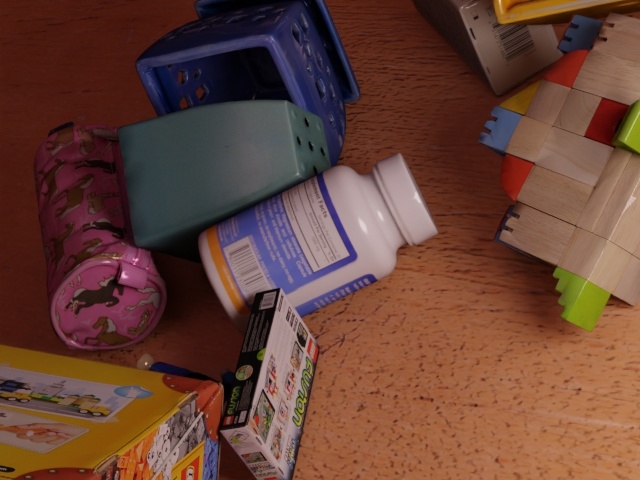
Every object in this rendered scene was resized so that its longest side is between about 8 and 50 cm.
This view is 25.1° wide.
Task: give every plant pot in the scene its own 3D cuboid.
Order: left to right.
[{"bbox_3d":[-0.111,-0.088,1.878,0.234,0.165,0.165,-16,74,23],"label":"plant pot"},{"bbox_3d":[-0.087,-0.230,2.035,0.236,0.236,0.212,-5,37,29],"label":"plant pot"}]

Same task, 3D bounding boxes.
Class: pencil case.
[{"bbox_3d":[-0.310,-0.012,1.994,0.160,0.167,0.386,-9,38,-8],"label":"pencil case"}]

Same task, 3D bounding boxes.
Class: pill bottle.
[{"bbox_3d":[0.000,0.000,1.771,0.272,0.152,0.152,-26,37,6],"label":"pill bottle"}]

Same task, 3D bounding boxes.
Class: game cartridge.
[{"bbox_3d":[0.401,-0.317,1.790,0.285,0.053,0.323,-7,6,28],"label":"game cartridge"}]

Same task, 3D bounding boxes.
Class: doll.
[{"bbox_3d":[-0.159,0.194,1.747,0.189,0.046,0.129,13,45,35],"label":"doll"}]

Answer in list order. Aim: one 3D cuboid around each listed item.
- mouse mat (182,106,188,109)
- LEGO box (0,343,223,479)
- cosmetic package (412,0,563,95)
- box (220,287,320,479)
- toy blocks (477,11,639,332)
[{"bbox_3d":[-0.238,-0.127,2.200,0.152,0.007,0.190,-32,36,-2],"label":"mouse mat"},{"bbox_3d":[-0.400,0.241,1.477,0.500,0.193,0.372,8,12,15],"label":"LEGO box"},{"bbox_3d":[0.208,-0.352,2.025,0.113,0.160,0.309,-29,38,0],"label":"cosmetic package"},{"bbox_3d":[-0.054,0.168,1.650,0.036,0.114,0.207,-12,40,24],"label":"box"},{"bbox_3d":[0.302,-0.109,1.638,0.261,0.190,0.381,27,92,49],"label":"toy blocks"}]
